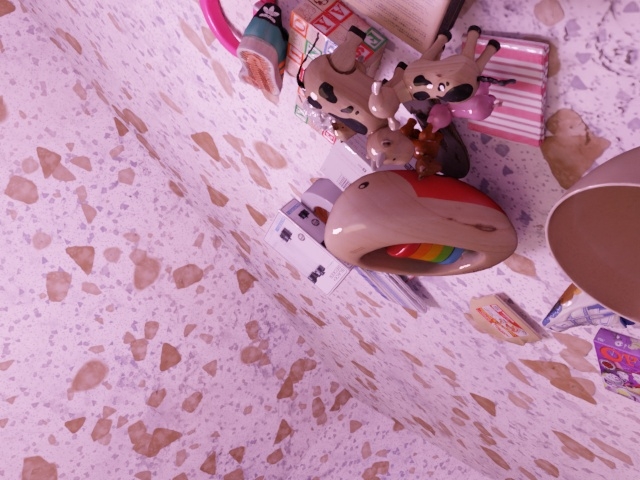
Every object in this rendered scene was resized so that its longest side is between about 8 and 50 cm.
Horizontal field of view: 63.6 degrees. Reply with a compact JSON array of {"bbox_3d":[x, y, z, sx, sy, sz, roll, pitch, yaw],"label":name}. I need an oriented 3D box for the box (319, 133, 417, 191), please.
[{"bbox_3d":[0.118,-0.176,1.211,0.181,0.119,0.182,43,159,1],"label":"box"}]

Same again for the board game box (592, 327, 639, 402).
[{"bbox_3d":[0.771,0.315,1.085,0.347,0.056,0.208,18,144,49],"label":"board game box"}]

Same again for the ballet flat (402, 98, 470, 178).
[{"bbox_3d":[0.231,-0.222,1.018,0.084,0.058,0.250,-8,134,42],"label":"ballet flat"}]

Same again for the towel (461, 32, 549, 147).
[{"bbox_3d":[0.305,-0.249,0.858,0.144,0.029,0.197,27,152,37],"label":"towel"}]

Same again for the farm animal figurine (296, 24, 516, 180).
[{"bbox_3d":[0.104,-0.216,0.847,0.327,0.172,0.330,28,163,9],"label":"farm animal figurine"}]

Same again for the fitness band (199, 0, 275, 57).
[{"bbox_3d":[-0.197,-0.537,1.174,0.209,0.054,0.291,41,158,6],"label":"fitness band"}]

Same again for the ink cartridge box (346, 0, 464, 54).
[{"bbox_3d":[0.113,-0.425,0.770,0.235,0.088,0.193,39,160,9],"label":"ink cartridge box"}]

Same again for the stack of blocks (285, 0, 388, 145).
[{"bbox_3d":[0.016,-0.352,1.096,0.171,0.087,0.297,40,160,7],"label":"stack of blocks"}]

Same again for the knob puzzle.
[{"bbox_3d":[0.493,0.215,1.422,0.213,0.030,0.213,36,158,17],"label":"knob puzzle"}]

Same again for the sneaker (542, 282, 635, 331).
[{"bbox_3d":[0.556,0.141,1.040,0.131,0.112,0.296,37,159,16],"label":"sneaker"}]

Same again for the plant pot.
[{"bbox_3d":[0.490,-0.031,0.706,0.284,0.191,0.284,37,160,16],"label":"plant pot"}]

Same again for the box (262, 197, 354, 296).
[{"bbox_3d":[-0.028,0.022,1.636,0.290,0.087,0.169,41,136,4],"label":"box"}]

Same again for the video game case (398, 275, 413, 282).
[{"bbox_3d":[0.222,0.029,1.560,0.204,0.025,0.285,41,160,5],"label":"video game case"}]

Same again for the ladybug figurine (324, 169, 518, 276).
[{"bbox_3d":[0.212,-0.033,1.065,0.450,0.161,0.305,11,157,-33],"label":"ladybug figurine"}]

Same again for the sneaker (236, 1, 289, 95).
[{"bbox_3d":[-0.113,-0.409,1.131,0.108,0.121,0.302,23,178,-7],"label":"sneaker"}]

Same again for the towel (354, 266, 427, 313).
[{"bbox_3d":[0.226,0.149,1.733,0.209,0.034,0.285,46,169,-16],"label":"towel"}]

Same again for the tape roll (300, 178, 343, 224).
[{"bbox_3d":[0.043,-0.087,1.595,0.219,0.072,0.219,37,158,17],"label":"tape roll"}]
